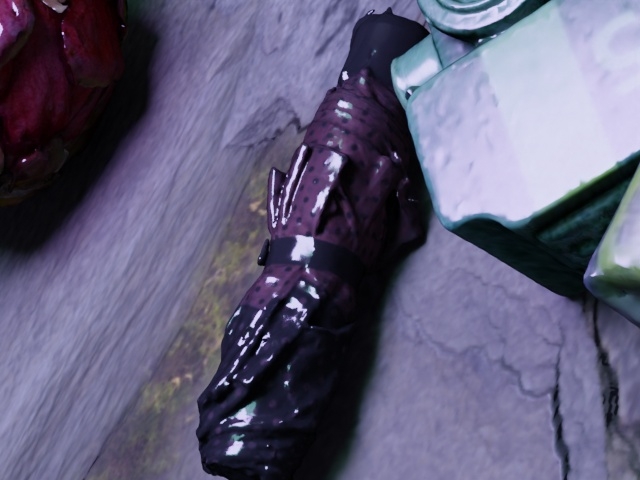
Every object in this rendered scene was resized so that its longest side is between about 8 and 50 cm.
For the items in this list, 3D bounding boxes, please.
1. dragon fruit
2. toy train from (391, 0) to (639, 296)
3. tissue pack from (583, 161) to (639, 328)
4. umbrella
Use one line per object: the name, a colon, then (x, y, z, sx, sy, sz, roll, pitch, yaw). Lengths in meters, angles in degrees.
dragon fruit: (-0.308, -0.174, 1.223, 0.329, 0.329, 0.329, -26, 45, 30)
toy train: (0.182, -0.110, 0.798, 0.299, 0.167, 0.238, -32, 53, 27)
tissue pack: (0.281, -0.085, 0.562, 0.124, 0.288, 0.394, 18, 75, 48)
umbrella: (0.000, 0.000, 0.946, 0.094, 0.090, 0.326, -7, 57, 47)
